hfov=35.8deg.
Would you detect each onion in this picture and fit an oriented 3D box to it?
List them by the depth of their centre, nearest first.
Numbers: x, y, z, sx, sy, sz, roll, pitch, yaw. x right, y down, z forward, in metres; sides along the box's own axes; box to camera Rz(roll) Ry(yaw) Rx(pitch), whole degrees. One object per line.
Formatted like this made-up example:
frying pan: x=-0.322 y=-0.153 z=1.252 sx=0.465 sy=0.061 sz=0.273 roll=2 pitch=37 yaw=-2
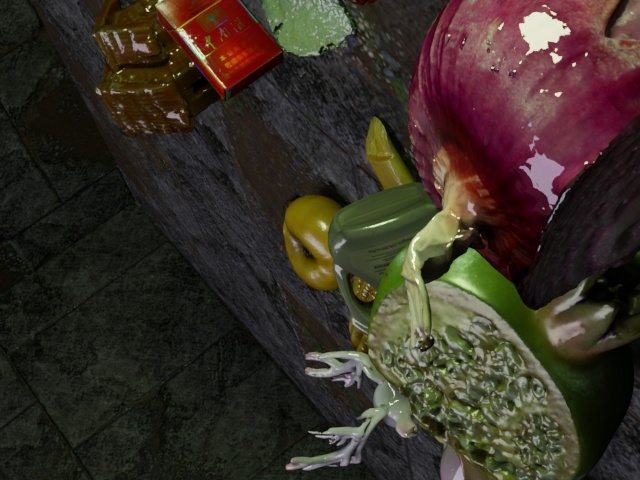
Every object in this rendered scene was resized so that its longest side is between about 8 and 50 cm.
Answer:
onion: x=0.171 y=-0.099 z=0.739 sx=0.230 sy=0.273 sz=0.256 roll=57 pitch=137 yaw=33

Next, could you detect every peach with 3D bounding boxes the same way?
peach: x=0.000 y=0.000 z=1.742 sx=0.179 sy=0.103 sz=0.179 roll=44 pitch=146 yaw=40

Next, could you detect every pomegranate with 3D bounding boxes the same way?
pomegranate: x=0.232 y=0.095 z=1.083 sx=0.309 sy=0.216 sz=0.358 roll=53 pitch=136 yaw=3

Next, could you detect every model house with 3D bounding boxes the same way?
model house: x=-0.288 y=-0.308 z=1.718 sx=0.219 sy=0.229 sz=0.199 roll=43 pitch=169 yaw=32

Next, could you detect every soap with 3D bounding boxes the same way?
soap: x=0.100 y=-0.092 z=1.370 sx=0.168 sy=0.033 sz=0.089 roll=58 pitch=162 yaw=-14

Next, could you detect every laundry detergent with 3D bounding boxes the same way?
laundry detergent: x=0.116 y=0.055 z=1.346 sx=0.091 sy=0.181 sz=0.253 roll=-109 pitch=-1 yaw=-57

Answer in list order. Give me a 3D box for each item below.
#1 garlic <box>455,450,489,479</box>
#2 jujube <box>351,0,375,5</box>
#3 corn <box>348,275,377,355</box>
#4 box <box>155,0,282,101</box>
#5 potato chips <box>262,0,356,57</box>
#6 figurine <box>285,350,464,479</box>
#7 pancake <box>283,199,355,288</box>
garlic: x=0.250 y=0.290 z=1.469 sx=0.151 sy=0.196 sz=0.338 roll=-113 pitch=1 yaw=-68
jujube: x=0.019 y=-0.311 z=0.945 sx=0.112 sy=0.109 sz=0.176 roll=-30 pitch=95 yaw=42
corn: x=0.113 y=0.102 z=1.579 sx=0.144 sy=0.144 sz=0.387 roll=48 pitch=166 yaw=19
box: x=-0.153 y=-0.312 z=1.498 sx=0.175 sy=0.112 sz=0.048 roll=50 pitch=166 yaw=7
potato chips: x=-0.052 y=-0.336 z=1.226 sx=0.167 sy=0.059 sz=0.228 roll=17 pitch=137 yaw=57
figurine: x=0.122 y=0.299 z=1.595 sx=0.316 sy=0.206 sz=0.284 roll=37 pitch=139 yaw=-23
pancake: x=0.027 y=0.038 z=1.937 sx=0.286 sy=0.033 sz=0.288 roll=57 pitch=166 yaw=-21
